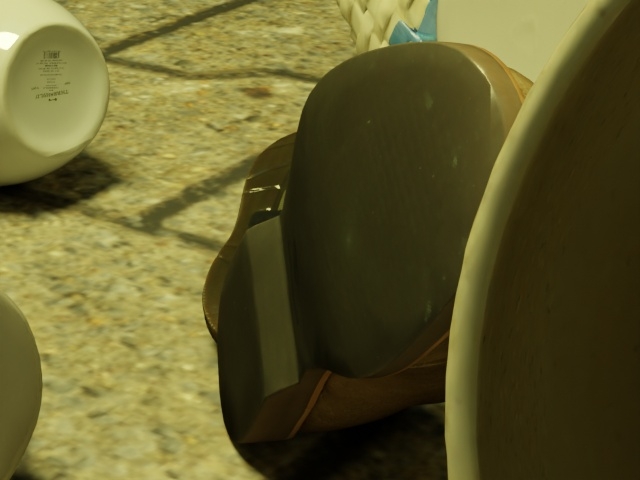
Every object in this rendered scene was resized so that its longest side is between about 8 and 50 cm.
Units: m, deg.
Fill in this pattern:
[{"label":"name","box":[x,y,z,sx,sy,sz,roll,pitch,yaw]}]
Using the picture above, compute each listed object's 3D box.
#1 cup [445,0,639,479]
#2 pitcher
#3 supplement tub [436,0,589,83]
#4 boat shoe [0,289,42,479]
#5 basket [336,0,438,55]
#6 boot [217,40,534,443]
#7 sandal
[{"label":"cup","box":[0.212,0.045,0.479,0.331,0.331,0.237,4,0,9]},{"label":"pitcher","box":[-0.250,-0.095,0.991,0.207,0.126,0.177,9,19,40]},{"label":"supplement tub","box":[0.247,-0.114,0.842,0.316,0.228,0.228,-8,24,-29]},{"label":"boat shoe","box":[-0.267,0.088,0.569,0.158,0.127,0.340,2,15,35]},{"label":"basket","box":[0.158,-0.143,1.030,0.254,0.201,0.289,-17,54,-31]},{"label":"boot","box":[0.044,0.008,0.612,0.115,0.112,0.305,1,-18,-15]},{"label":"sandal","box":[0.000,0.000,0.859,0.090,0.060,0.219,1,37,17]}]
